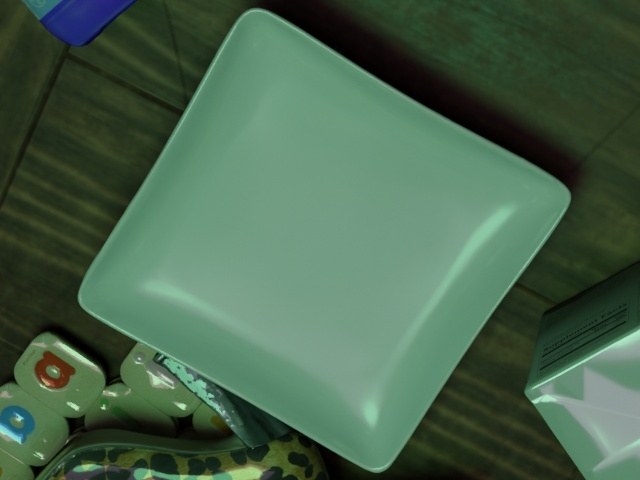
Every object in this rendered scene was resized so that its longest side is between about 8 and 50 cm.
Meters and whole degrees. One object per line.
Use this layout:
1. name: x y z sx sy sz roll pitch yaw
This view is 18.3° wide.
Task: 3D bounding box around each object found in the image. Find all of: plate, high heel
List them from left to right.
1. high heel: -0.125 0.217 1.561 0.186 0.093 0.261 45 102 -3
2. plate: 0.000 0.000 1.481 0.278 0.045 0.277 30 111 -8

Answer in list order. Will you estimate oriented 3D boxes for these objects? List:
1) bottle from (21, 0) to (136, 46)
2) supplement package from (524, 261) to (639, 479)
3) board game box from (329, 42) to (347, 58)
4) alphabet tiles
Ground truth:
1. bottle: -0.226 -0.276 1.420 0.118 0.092 0.283 -36 100 22
2. supplement package: 0.315 0.098 1.428 0.262 0.145 0.204 -31 101 20
3. board game box: -0.004 -0.088 1.487 0.090 0.020 0.090 -25 104 16
4. alphabet tiles: -0.155 0.208 1.629 0.278 0.021 0.284 35 113 -6
